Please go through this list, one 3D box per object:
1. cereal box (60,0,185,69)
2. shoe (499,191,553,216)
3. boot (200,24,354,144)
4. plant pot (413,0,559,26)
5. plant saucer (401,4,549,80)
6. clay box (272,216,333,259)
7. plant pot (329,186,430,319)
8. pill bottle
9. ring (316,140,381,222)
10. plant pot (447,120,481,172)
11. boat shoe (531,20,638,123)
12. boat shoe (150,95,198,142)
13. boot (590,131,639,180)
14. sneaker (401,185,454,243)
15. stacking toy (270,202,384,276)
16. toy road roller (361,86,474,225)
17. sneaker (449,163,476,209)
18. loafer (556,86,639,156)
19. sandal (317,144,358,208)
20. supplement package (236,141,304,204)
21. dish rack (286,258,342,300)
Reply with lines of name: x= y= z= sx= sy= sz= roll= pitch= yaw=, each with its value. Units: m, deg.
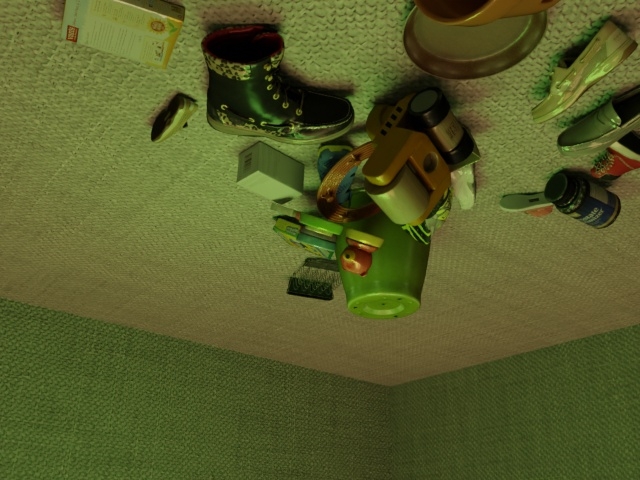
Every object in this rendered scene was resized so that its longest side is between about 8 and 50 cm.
cereal box: x=-0.436 y=-0.477 z=1.433 sx=0.240 sy=0.047 sz=0.173 roll=13 pitch=151 yaw=-23
shoe: x=0.670 y=-0.108 z=2.119 sx=0.178 sy=0.063 sz=0.081 roll=-7 pitch=148 yaw=7
boot: x=-0.101 y=-0.367 z=1.557 sx=0.377 sy=0.138 sz=0.284 roll=6 pitch=154 yaw=2
plant pot: x=0.314 y=-0.508 z=1.122 sx=0.203 sy=0.291 sz=0.291 roll=-3 pitch=160 yaw=-34
plant saucer: x=0.332 y=-0.469 z=1.421 sx=0.311 sy=0.050 sz=0.310 roll=1 pitch=155 yaw=0
clay box: x=-0.068 y=-0.009 z=2.259 sx=0.222 sy=0.053 sz=0.127 roll=19 pitch=164 yaw=34
plant pot: x=0.203 y=0.062 z=2.159 sx=0.367 sy=0.353 sz=0.366 roll=1 pitch=154 yaw=1
pill bottle: x=0.802 y=-0.125 z=2.006 sx=0.219 sy=0.122 sz=0.123 roll=20 pitch=149 yaw=-22
ring: x=0.145 y=-0.164 z=1.892 sx=0.337 sy=0.032 sz=0.336 roll=-23 pitch=147 yaw=-15
plant pot: x=0.361 y=-0.263 z=1.782 sx=0.109 sy=0.096 sz=0.109 roll=-24 pitch=144 yaw=39
boat shoe: x=0.594 y=-0.389 z=1.533 sx=0.098 sy=0.109 sz=0.302 roll=46 pitch=147 yaw=1
boat shoe: x=-0.389 y=-0.314 z=1.750 sx=0.072 sy=0.068 sz=0.190 roll=7 pitch=155 yaw=-39
boot: x=0.813 y=-0.236 z=1.837 sx=0.244 sy=0.088 sz=0.176 roll=16 pitch=152 yaw=-34
sneaker: x=0.312 y=-0.137 z=1.887 sx=0.145 sy=0.147 sz=0.384 roll=38 pitch=163 yaw=16
stacking toy: x=0.000 y=0.000 z=1.967 sx=0.279 sy=0.130 sz=0.309 roll=16 pitch=-178 yaw=-43
toy road roller: x=0.204 y=-0.221 z=1.647 sx=0.241 sy=0.329 sz=0.202 roll=20 pitch=162 yaw=48
sneaker: x=0.415 y=-0.177 z=1.986 sx=0.115 sy=0.090 sz=0.232 roll=1 pitch=146 yaw=16
loafer: x=0.748 y=-0.316 z=1.660 sx=0.319 sy=0.112 sz=0.111 roll=-27 pitch=138 yaw=31
sandal: x=0.050 y=-0.167 z=1.947 sx=0.126 sy=0.138 sz=0.317 roll=1 pitch=152 yaw=5
supplement package: x=-0.146 y=-0.195 z=1.930 sx=0.179 sy=0.105 sz=0.105 roll=25 pitch=145 yaw=-38
dish rack: x=-0.006 y=0.159 z=2.678 sx=0.208 sy=0.074 sz=0.271 roll=10 pitch=152 yaw=-18
